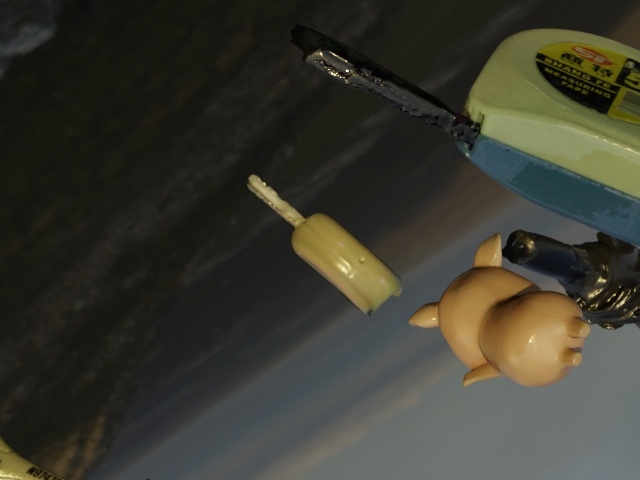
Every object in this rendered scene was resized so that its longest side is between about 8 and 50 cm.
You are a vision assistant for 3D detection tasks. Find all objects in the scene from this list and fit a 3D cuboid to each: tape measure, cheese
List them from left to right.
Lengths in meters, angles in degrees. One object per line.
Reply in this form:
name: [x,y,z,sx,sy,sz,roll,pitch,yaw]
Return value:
cheese: [0.002,0.002,1.260,0.047,0.171,0.092,-48,156,-5]
tape measure: [0.159,-0.112,1.128,0.215,0.351,0.098,-52,164,-56]

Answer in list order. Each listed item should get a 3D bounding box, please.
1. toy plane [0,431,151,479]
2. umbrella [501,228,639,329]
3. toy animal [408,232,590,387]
toy plane: [-0.272,0.189,1.169,0.092,0.286,0.108,58,52,-67]
umbrella: [0.293,0.041,1.325,0.340,0.118,0.118,18,137,-40]
toy animal: [0.137,0.058,0.986,0.083,0.089,0.150,-31,-151,-26]
